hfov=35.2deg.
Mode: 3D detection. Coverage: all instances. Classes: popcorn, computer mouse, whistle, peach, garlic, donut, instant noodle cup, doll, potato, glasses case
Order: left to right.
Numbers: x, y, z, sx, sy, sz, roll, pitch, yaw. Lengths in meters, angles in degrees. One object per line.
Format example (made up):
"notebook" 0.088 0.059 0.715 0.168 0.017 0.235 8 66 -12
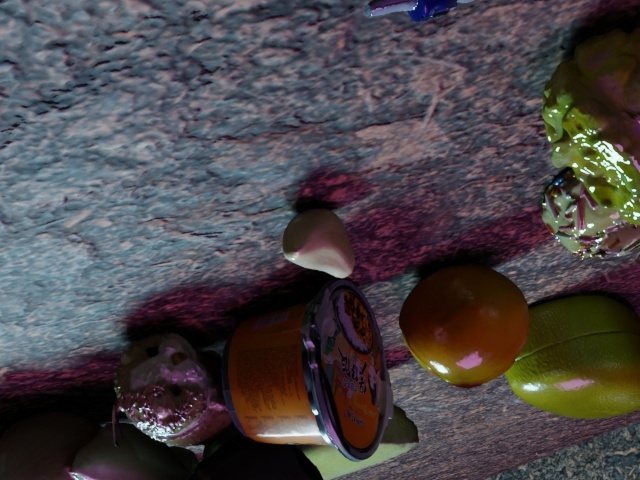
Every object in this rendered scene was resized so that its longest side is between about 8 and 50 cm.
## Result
"garlic" -0.292 0.281 1.172 0.279 0.132 0.325 -23 147 21
"doll" -0.137 0.157 1.043 0.115 0.105 0.221 -48 158 7
"computer mouse" -0.087 0.301 1.149 0.183 0.116 0.323 -47 153 -12
"potato" -0.046 0.245 1.323 0.269 0.112 0.255 -27 150 18
"instant noodle cup" -0.021 0.136 1.012 0.125 0.177 0.208 -11 131 22
"garlic" 0.000 0.001 0.829 0.041 0.053 0.083 -27 148 28
"whistle" 0.063 -0.140 0.573 0.083 0.029 0.033 -18 175 -16
"peach" 0.154 0.089 1.066 0.138 0.138 0.138 -14 158 -6
"glasses case" 0.382 0.178 1.425 0.173 0.141 0.371 -26 157 21
"donut" 0.293 -0.035 0.941 0.174 0.068 0.174 -15 158 -6
"popcorn" 0.225 -0.083 0.705 0.145 0.126 0.125 16 136 -7
